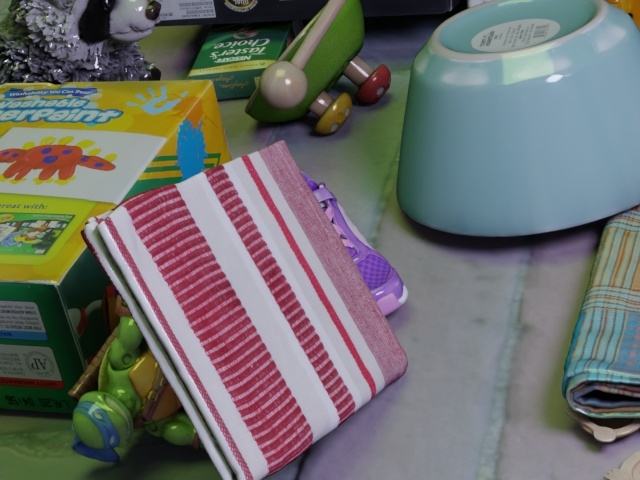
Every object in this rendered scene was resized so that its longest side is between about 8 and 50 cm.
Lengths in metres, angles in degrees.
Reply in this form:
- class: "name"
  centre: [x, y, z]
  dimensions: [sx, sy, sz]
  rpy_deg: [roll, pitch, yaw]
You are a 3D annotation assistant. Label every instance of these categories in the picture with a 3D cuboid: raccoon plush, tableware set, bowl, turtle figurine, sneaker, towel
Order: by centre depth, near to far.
- class: "tableware set"
  centre: [0.289, 0.147, 1.407]
  dimensions: [0.168, 0.020, 0.141]
  rpy_deg: [-23, 33, -18]
- class: "towel"
  centre: [-0.051, 0.052, 1.408]
  dimensions: [0.037, 0.237, 0.329]
  rpy_deg: [-31, -1, 27]
- class: "turtle figurine"
  centre: [-0.078, 0.080, 1.489]
  dimensions: [0.198, 0.275, 0.266]
  rpy_deg: [37, 43, 10]
- class: "towel"
  centre: [0.366, 0.038, 1.518]
  dimensions: [0.271, 0.040, 0.370]
  rpy_deg: [-1, 29, 18]
- class: "sneaker"
  centre: [0.000, 0.000, 1.673]
  dimensions: [0.095, 0.104, 0.236]
  rpy_deg: [-22, 33, -18]
- class: "bowl"
  centre: [0.213, -0.146, 1.744]
  dimensions: [0.311, 0.163, 0.311]
  rpy_deg: [-11, 24, 5]
- class: "raccoon plush"
  centre: [-0.379, -0.225, 1.990]
  dimensions: [0.446, 0.299, 0.216]
  rpy_deg: [-6, 32, 12]

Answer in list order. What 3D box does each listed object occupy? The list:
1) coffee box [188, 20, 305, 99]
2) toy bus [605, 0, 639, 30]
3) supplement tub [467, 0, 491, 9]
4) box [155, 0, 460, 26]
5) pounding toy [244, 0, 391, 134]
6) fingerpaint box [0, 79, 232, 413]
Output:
- class: "coffee box"
  centre: [-0.089, -0.234, 2.147]
  dimensions: [0.113, 0.040, 0.184]
  rpy_deg: [-4, 32, 14]
- class: "toy bus"
  centre: [0.395, -0.245, 1.913]
  dimensions: [0.220, 0.149, 0.211]
  rpy_deg: [17, 26, 36]
- class: "supplement tub"
  centre: [0.246, -0.321, 2.093]
  dimensions: [0.117, 0.117, 0.190]
  rpy_deg: [-2, 33, 17]
- class: "box"
  centre: [0.009, -0.359, 2.208]
  dimensions: [0.395, 0.097, 0.318]
  rpy_deg: [-1, 22, 18]
- class: "pounding toy"
  centre: [0.014, -0.184, 1.950]
  dimensions: [0.183, 0.110, 0.237]
  rpy_deg: [-50, 0, -5]
- class: "fingerpaint box"
  centre: [-0.356, -0.006, 1.756]
  dimensions: [0.444, 0.163, 0.371]
  rpy_deg: [1, 34, 21]
